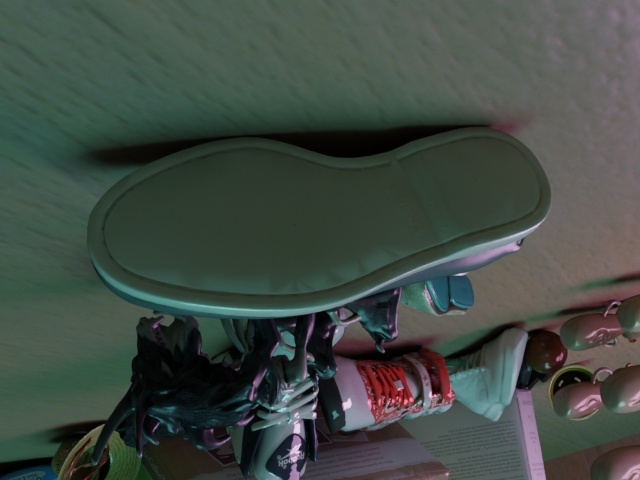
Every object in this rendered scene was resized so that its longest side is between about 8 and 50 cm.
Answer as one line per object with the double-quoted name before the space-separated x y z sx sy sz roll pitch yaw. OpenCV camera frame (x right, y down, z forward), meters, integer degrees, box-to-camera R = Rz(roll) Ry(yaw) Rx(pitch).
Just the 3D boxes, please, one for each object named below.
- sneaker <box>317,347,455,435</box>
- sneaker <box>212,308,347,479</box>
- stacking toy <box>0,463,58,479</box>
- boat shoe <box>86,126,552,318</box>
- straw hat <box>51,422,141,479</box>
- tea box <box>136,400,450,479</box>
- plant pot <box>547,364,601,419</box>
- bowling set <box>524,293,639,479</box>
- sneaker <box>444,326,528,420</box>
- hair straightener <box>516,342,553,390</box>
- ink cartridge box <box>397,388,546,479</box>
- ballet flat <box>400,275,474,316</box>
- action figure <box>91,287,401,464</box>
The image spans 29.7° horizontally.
"sneaker" 0.073 0.161 1.356 0.145 0.090 0.270 -17 166 3
"sneaker" -0.029 0.158 1.155 0.094 0.153 0.235 -4 160 -36
"stacking toy" -0.359 0.442 1.492 0.175 0.302 0.165 -14 167 -42
"boat shoe" 0.000 0.000 0.768 0.319 0.116 0.099 -11 159 -30
"straw hat" -0.278 0.261 1.407 0.061 0.145 0.144 20 180 30
"tea box" -0.048 0.397 1.514 0.329 0.324 0.220 -6 -157 -27
"plant pot" 0.389 0.231 1.854 0.083 0.083 0.079 -17 175 6
"bowling set" 0.363 0.141 1.469 0.154 0.200 0.287 -10 120 -28
"sneaker" 0.199 0.165 1.510 0.094 0.080 0.212 19 151 7
"hair straightener" 0.262 0.177 1.651 0.089 0.047 0.230 -5 167 -4
"ink cartridge box" 0.168 0.360 1.687 0.296 0.261 0.066 -15 165 29
"ballet flat" 0.094 0.045 1.079 0.052 0.057 0.168 -11 164 20
"action figure" -0.067 0.070 0.894 0.164 0.141 0.275 -28 174 40
